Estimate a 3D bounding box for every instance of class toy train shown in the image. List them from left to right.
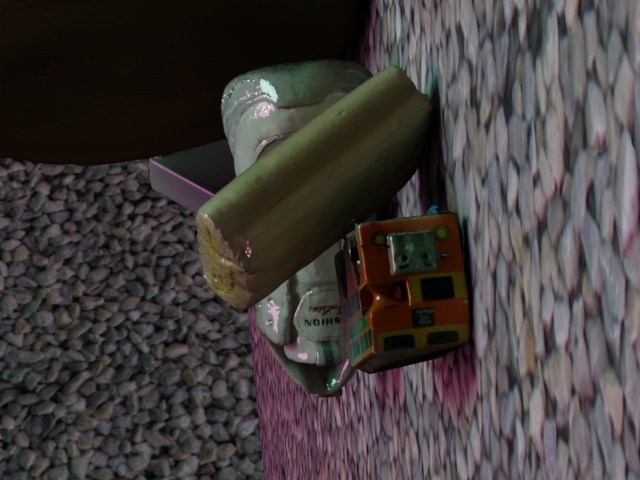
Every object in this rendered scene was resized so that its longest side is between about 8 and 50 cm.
[{"bbox_3d":[0.054,0.035,1.334,0.188,0.072,0.099,118,141,-80],"label":"toy train"}]

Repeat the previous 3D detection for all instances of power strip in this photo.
[{"bbox_3d":[-0.062,-0.064,2.067,0.215,0.145,0.061,29,130,39],"label":"power strip"}]

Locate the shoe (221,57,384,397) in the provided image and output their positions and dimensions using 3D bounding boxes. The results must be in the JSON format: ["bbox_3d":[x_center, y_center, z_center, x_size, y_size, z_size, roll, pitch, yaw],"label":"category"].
[{"bbox_3d":[0.000,0.000,1.617,0.342,0.132,0.210,90,171,-63],"label":"shoe"}]

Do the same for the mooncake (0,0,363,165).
[{"bbox_3d":[-0.195,-0.250,1.765,0.467,0.467,0.262,106,157,-73],"label":"mooncake"}]

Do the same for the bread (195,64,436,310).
[{"bbox_3d":[-0.003,-0.033,1.372,0.060,0.178,0.139,46,165,17],"label":"bread"}]
